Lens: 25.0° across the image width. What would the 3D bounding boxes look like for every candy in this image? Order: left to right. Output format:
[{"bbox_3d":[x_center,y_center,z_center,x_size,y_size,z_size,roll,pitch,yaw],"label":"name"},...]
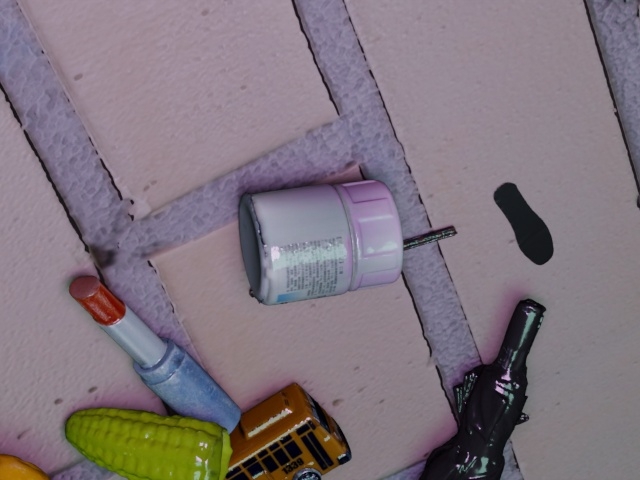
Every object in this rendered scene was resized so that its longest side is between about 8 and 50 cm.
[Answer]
[{"bbox_3d":[-0.208,0.244,1.718,0.209,0.097,0.097,12,115,14],"label":"candy"}]

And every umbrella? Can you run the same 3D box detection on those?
[{"bbox_3d":[0.216,0.232,1.865,0.118,0.118,0.340,12,110,-22],"label":"umbrella"}]

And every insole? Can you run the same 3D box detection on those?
[{"bbox_3d":[0.257,-0.020,1.816,0.045,0.002,0.135,-37,120,1],"label":"insole"}]

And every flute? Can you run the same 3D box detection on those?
[{"bbox_3d":[0.042,0.026,1.764,0.269,0.014,0.014,-17,118,-9],"label":"flute"}]

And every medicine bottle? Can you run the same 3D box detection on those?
[{"bbox_3d":[0.000,0.000,1.671,0.168,0.135,0.135,-9,117,-13],"label":"medicine bottle"}]

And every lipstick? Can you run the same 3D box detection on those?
[{"bbox_3d":[-0.197,0.137,1.708,0.274,0.068,0.061,50,62,-31],"label":"lipstick"}]

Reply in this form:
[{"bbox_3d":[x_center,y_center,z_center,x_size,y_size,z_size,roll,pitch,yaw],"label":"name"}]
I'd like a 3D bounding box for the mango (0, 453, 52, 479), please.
[{"bbox_3d":[-0.353,0.403,1.746,0.187,0.144,0.359,-18,121,-6],"label":"mango"}]

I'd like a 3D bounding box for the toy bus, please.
[{"bbox_3d":[-0.074,0.269,1.796,0.201,0.098,0.114,-32,118,2],"label":"toy bus"}]
